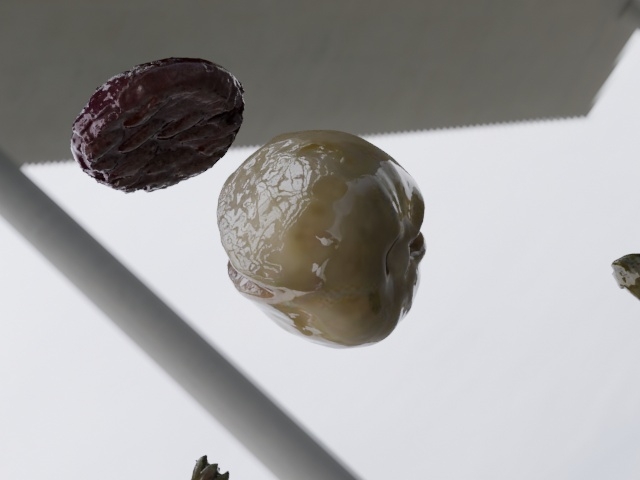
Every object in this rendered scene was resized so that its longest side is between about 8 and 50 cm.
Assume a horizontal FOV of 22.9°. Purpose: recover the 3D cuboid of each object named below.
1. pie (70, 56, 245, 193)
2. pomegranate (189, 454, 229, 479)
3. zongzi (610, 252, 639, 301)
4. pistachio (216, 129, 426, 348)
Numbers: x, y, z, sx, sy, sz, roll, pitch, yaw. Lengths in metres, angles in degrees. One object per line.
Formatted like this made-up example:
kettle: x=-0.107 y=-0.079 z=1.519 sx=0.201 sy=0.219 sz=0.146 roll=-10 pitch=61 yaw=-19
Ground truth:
pie: x=-0.127 y=-0.090 z=1.262 sx=0.154 sy=0.036 sz=0.154 roll=-20 pitch=-28 yaw=-11
pomegranate: x=-0.159 y=0.322 z=1.860 sx=0.142 sy=0.114 sz=0.114 roll=-54 pitch=-24 yaw=-20
zongzi: x=0.373 y=0.028 z=1.018 sx=0.286 sy=0.288 sz=0.134 roll=-48 pitch=14 yaw=42
pistachio: x=0.000 y=0.000 z=1.698 sx=0.230 sy=0.309 sz=0.230 roll=-9 pitch=-68 yaw=-22
